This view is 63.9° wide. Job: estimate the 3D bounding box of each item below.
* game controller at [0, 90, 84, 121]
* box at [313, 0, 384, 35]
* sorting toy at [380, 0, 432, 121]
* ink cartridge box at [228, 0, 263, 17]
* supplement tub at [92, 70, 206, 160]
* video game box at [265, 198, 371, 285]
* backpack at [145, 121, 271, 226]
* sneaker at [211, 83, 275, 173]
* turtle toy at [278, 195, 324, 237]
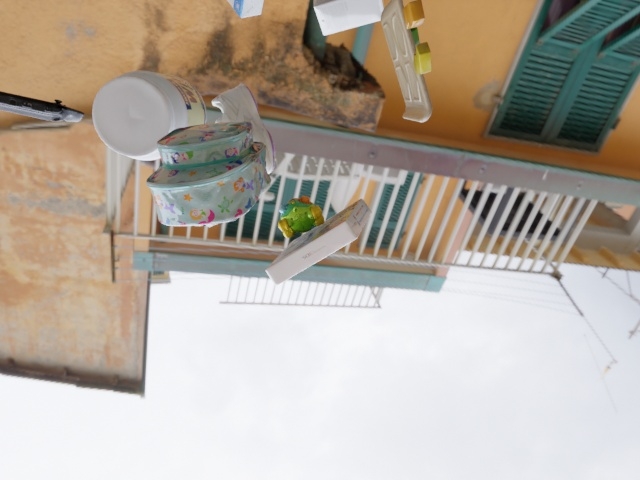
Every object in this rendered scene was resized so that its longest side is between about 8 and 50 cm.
[{"bbox_3d":[-0.866,-0.403,1.495,0.320,0.067,0.166,13,-166,3],"label":"game controller"},{"bbox_3d":[0.075,-0.632,1.343,0.171,0.091,0.130,-9,-125,14],"label":"box"},{"bbox_3d":[0.170,-0.335,0.938,0.041,0.228,0.307,-15,-165,3],"label":"sorting toy"},{"bbox_3d":[-0.256,-0.800,1.535,0.078,0.134,0.231,-26,-109,-29],"label":"ink cartridge box"},{"bbox_3d":[-0.467,-0.349,1.434,0.236,0.235,0.325,13,-165,-2],"label":"supplement tub"},{"bbox_3d":[0.000,0.000,1.079,0.048,0.205,0.187,55,-158,-10],"label":"video game box"},{"bbox_3d":[-0.228,-0.134,1.047,0.225,0.190,0.253,-3,-148,11],"label":"backpack"},{"bbox_3d":[-0.245,-0.341,1.639,0.152,0.114,0.304,-23,-97,-12],"label":"sneaker"},{"bbox_3d":[-0.045,-0.052,1.093,0.095,0.130,0.066,-22,-107,0],"label":"turtle toy"}]
